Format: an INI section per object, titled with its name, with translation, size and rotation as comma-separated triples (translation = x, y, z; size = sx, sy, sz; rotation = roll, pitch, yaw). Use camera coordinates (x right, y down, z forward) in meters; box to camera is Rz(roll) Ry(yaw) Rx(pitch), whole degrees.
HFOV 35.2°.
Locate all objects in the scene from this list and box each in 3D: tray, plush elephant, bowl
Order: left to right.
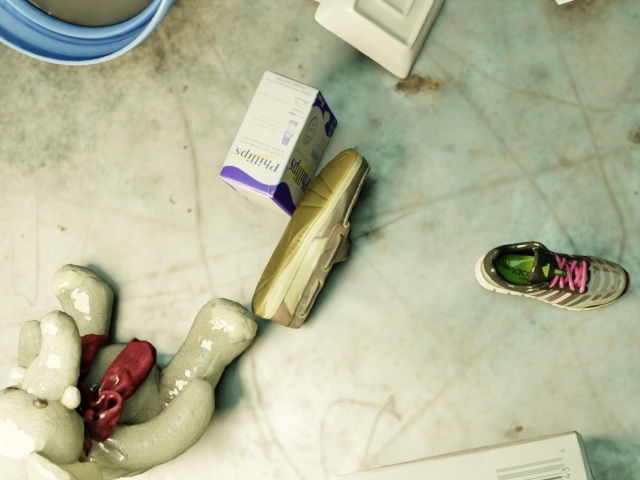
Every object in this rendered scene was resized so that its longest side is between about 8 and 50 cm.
[bowl]
translation = -0.326, -0.409, 1.220
size = 0.391, 0.077, 0.391
rotation = 12, 123, 19
[plush elephant]
translation = -0.273, 0.176, 1.103
size = 0.272, 0.255, 0.330
rotation = 19, 85, 20
[tray]
translation = 0.111, -0.344, 1.199
size = 0.145, 0.030, 0.270
rotation = 28, 84, -27

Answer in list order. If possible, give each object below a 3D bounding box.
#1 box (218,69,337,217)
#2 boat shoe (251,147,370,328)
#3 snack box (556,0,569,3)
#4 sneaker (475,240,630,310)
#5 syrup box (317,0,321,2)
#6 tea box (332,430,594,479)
[box]
translation = -0.046, -0.109, 1.183
size = 0.072, 0.126, 0.137
rotation = 23, 85, 14
[boat shoe]
translation = 0.000, 0.001, 1.179
size = 0.073, 0.080, 0.223
rotation = 30, 93, -22
[snack box]
translation = 0.277, -0.454, 1.132
size = 0.187, 0.060, 0.322
rotation = -32, 98, -10
[sneaker]
translation = 0.254, 0.037, 1.113
size = 0.170, 0.075, 0.063
rotation = 9, 81, 14
[syrup box]
translation = 0.038, -0.412, 1.241
size = 0.093, 0.096, 0.237
rotation = 24, 85, 18
[tea box]
translation = 0.174, 0.358, 0.936
size = 0.220, 0.323, 0.329
rotation = -13, 77, 10
